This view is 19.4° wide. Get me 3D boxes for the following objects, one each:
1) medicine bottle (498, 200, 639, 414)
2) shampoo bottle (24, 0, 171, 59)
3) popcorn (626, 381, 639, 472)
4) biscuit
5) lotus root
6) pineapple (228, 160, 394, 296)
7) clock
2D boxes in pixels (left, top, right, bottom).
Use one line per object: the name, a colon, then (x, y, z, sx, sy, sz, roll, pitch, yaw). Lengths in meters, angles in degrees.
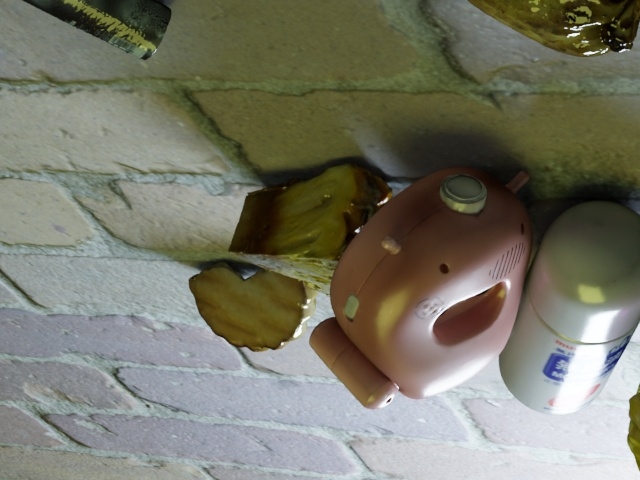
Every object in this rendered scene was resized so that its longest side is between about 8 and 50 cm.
medicine bottle: (0.276, 0.070, 1.989, 0.130, 0.130, 0.341, 15, 154, 3)
shampoo bottle: (-0.243, -0.236, 1.746, 0.208, 0.063, 0.057, 26, 144, -19)
popcorn: (0.444, 0.173, 2.016, 0.252, 0.215, 0.286, -16, 156, -7)
biscuit: (-0.074, 0.076, 2.278, 0.183, 0.061, 0.118, -3, 108, 35)
lotus root: (0.174, -0.215, 1.522, 0.191, 0.094, 0.108, 21, 132, 10)
pineapple: (0.000, 0.000, 2.033, 0.186, 0.114, 0.236, 17, 158, -2)
clock: (0.125, 0.036, 1.891, 0.142, 0.227, 0.241, 45, 141, 27)
